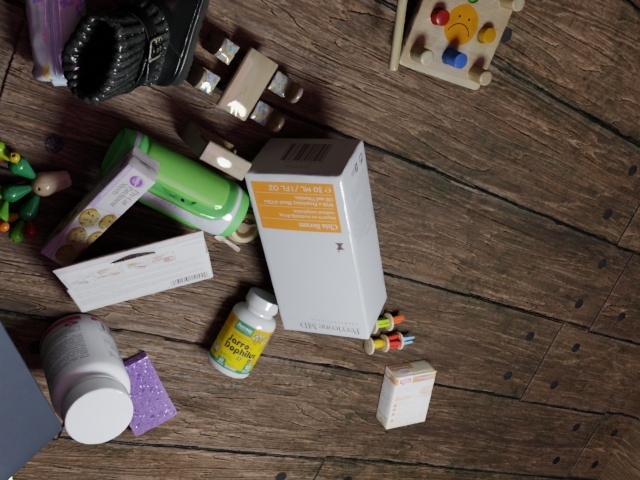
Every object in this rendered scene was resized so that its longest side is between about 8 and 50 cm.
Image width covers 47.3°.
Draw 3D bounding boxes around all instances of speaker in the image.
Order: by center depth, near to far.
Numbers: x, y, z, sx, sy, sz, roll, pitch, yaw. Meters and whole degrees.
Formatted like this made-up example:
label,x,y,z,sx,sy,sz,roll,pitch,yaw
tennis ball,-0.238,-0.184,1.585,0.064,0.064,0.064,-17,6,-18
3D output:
label,x,y,z,sx,sy,sz,roll,pitch,yaw
speaker,-0.301,-0.117,1.531,0.296,0.131,0.131,28,99,-27

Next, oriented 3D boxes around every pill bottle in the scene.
label,x,y,z,sx,sy,sz,roll,pitch,yaw
pill bottle,-0.498,0.291,1.555,0.160,0.283,0.160,-12,120,-23
pill bottle,-0.182,0.224,1.799,0.118,0.117,0.208,23,102,-35

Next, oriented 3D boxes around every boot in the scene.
label,x,y,z,sx,sy,sz,roll,pitch,yaw
boot,-0.321,-0.419,1.303,0.260,0.131,0.348,-29,136,-59

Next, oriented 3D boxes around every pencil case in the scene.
label,x,y,z,sx,sy,sz,roll,pitch,yaw
pencil case,-0.470,-0.420,1.303,0.113,0.124,0.273,-9,120,-25

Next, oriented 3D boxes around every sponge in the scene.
label,x,y,z,sx,sy,sz,roll,pitch,yaw
sponge,-0.442,0.377,1.789,0.117,0.031,0.210,-27,124,-15

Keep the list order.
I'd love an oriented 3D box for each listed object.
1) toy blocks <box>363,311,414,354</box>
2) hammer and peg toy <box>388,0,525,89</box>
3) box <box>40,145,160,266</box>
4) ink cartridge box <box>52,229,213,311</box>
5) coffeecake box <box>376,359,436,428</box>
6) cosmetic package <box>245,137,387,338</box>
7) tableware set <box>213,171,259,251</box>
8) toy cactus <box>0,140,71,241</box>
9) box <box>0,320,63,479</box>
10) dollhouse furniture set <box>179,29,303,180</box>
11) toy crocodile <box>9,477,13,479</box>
label,x,y,z,sx,sy,sz,roll,pitch,yaw
toy blocks,0.203,0.257,2.066,0.148,0.054,0.123,-5,117,-27
hammer and peg toy,0.271,-0.501,1.667,0.361,0.127,0.266,8,112,-32
box,-0.440,-0.061,1.448,0.067,0.063,0.324,37,124,-28
ink cartridge box,-0.381,0.044,1.516,0.296,0.066,0.261,-15,158,-11
coffeecake box,0.256,0.461,2.192,0.142,0.068,0.185,-4,116,-27
cosmetic package,0.000,0.000,1.679,0.161,0.230,0.453,-61,147,-48
tableware set,-0.210,-0.056,1.686,0.194,0.039,0.128,36,94,-36
toy cactus,-0.581,-0.102,1.432,0.180,0.112,0.219,-20,114,-30
box,-0.693,0.244,1.348,0.179,0.312,0.343,-46,143,-35
dollhouse furniture set,-0.171,-0.274,1.519,0.212,0.161,0.242,27,100,-36
toy crocodile,-0.861,0.595,1.622,0.341,0.115,0.105,-15,110,-24
